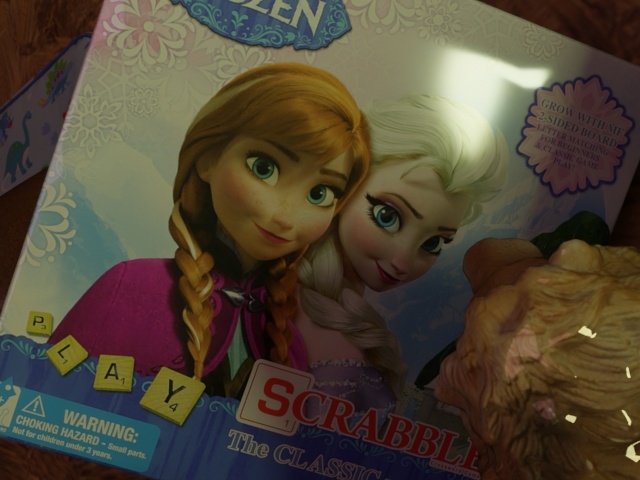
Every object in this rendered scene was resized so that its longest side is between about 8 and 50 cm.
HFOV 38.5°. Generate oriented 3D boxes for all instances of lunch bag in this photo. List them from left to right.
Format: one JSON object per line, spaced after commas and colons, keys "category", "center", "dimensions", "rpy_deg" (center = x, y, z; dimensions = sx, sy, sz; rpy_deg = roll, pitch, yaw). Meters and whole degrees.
{"category": "lunch bag", "center": [-0.237, -0.083, 0.878], "dimensions": [0.219, 0.090, 0.176], "rpy_deg": [-32, 64, 31]}

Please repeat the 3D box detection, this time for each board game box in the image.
{"category": "board game box", "center": [0.000, 0.000, 0.539], "dimensions": [0.066, 0.319, 0.317], "rpy_deg": [-136, 64, -78]}

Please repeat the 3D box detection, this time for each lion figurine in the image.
{"category": "lion figurine", "center": [0.096, 0.191, 0.450], "dimensions": [0.142, 0.240, 0.392], "rpy_deg": [26, 99, 40]}

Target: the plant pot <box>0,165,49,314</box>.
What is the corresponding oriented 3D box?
{"category": "plant pot", "center": [-0.068, -0.008, 0.659], "dimensions": [0.254, 0.237, 0.237], "rpy_deg": [-36, 59, 12]}
